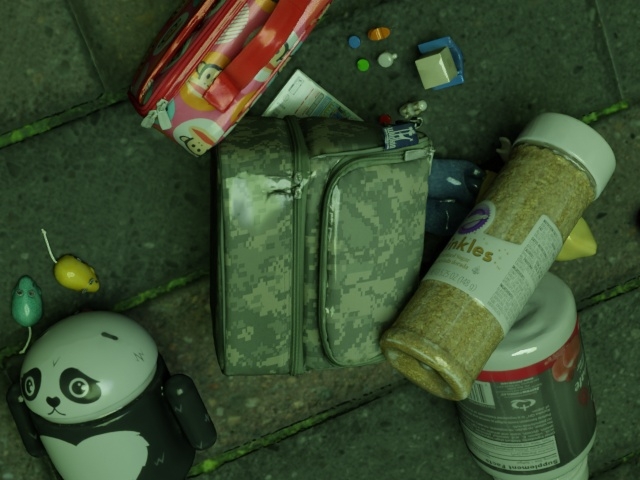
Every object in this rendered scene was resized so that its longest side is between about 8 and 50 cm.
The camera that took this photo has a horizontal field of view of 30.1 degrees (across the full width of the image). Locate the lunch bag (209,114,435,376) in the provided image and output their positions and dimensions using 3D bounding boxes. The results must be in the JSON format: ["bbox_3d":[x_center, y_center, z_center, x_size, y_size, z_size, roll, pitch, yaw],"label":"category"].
[{"bbox_3d":[0.000,0.000,1.415,0.256,0.212,0.305,-1,109,-8],"label":"lunch bag"}]

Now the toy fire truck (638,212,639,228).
[{"bbox_3d":[0.607,0.027,1.618,0.254,0.169,0.302,-28,110,21],"label":"toy fire truck"}]

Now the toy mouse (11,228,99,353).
[{"bbox_3d":[-0.329,0.091,1.477,0.161,0.031,0.143,41,93,-19],"label":"toy mouse"}]

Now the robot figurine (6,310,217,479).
[{"bbox_3d":[-0.254,0.219,1.439,0.209,0.173,0.278,-25,121,-15],"label":"robot figurine"}]

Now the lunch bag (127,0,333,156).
[{"bbox_3d":[-0.088,-0.231,1.325,0.120,0.258,0.293,37,94,-19],"label":"lunch bag"}]

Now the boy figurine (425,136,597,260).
[{"bbox_3d":[0.230,-0.044,1.535,0.285,0.092,0.177,13,101,-16],"label":"boy figurine"}]

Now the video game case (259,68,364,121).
[{"bbox_3d":[-0.009,-0.145,1.496,0.122,0.011,0.087,37,94,-18],"label":"video game case"}]

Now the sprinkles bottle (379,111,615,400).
[{"bbox_3d":[0.211,0.015,1.394,0.121,0.121,0.355,43,70,-19],"label":"sprinkles bottle"}]

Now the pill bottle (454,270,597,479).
[{"bbox_3d":[0.262,0.201,1.540,0.176,0.176,0.318,-23,126,-6],"label":"pill bottle"}]

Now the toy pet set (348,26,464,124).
[{"bbox_3d":[0.115,-0.220,1.491,0.114,0.065,0.122,-13,107,28],"label":"toy pet set"}]
